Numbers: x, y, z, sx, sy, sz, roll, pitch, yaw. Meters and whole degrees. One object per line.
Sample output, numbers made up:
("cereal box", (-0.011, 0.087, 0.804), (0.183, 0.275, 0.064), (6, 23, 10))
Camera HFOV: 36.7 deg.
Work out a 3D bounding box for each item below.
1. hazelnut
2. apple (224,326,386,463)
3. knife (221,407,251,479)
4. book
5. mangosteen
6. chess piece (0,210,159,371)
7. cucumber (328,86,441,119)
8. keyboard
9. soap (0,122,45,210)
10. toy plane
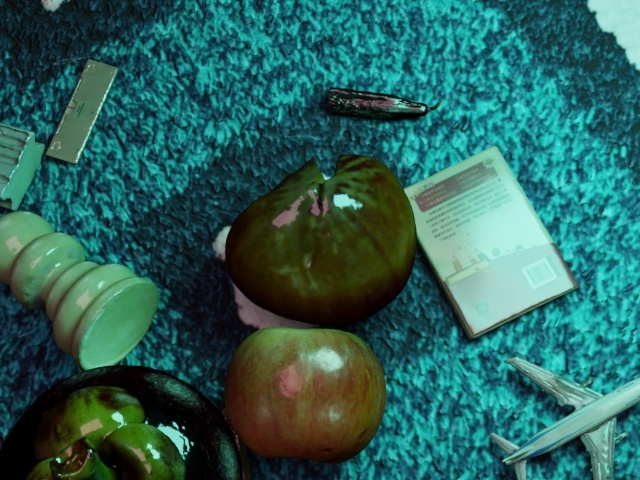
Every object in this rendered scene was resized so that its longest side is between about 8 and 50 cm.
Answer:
("hazelnut", (0.000, 0.000, 1.239), (0.251, 0.217, 0.217), (-15, 70, 1))
("apple", (-0.018, 0.188, 1.180), (0.209, 0.209, 0.164), (4, 84, 9))
("knife", (-0.083, 0.355, 1.226), (0.047, 0.017, 0.298), (-11, 70, -3))
("book", (0.221, -0.001, 1.307), (0.162, 0.022, 0.232), (-25, 70, -4))
("mangosteen", (-0.227, 0.299, 1.112), (0.297, 0.297, 0.313), (-39, 28, -7))
("chess piece", (-0.360, 0.052, 1.310), (0.251, 0.144, 0.144), (33, 78, 21))
("cucumber", (0.091, -0.195, 1.385), (0.163, 0.043, 0.039), (10, 31, 7))
("keyboard", (-0.358, -0.193, 1.451), (0.055, 0.017, 0.166), (17, 74, 8))
("soap", (-0.521, -0.125, 1.422), (0.198, 0.063, 0.115), (17, 73, 13))
("toy plane", (0.322, 0.226, 1.198), (0.226, 0.058, 0.226), (-27, 69, -6))
